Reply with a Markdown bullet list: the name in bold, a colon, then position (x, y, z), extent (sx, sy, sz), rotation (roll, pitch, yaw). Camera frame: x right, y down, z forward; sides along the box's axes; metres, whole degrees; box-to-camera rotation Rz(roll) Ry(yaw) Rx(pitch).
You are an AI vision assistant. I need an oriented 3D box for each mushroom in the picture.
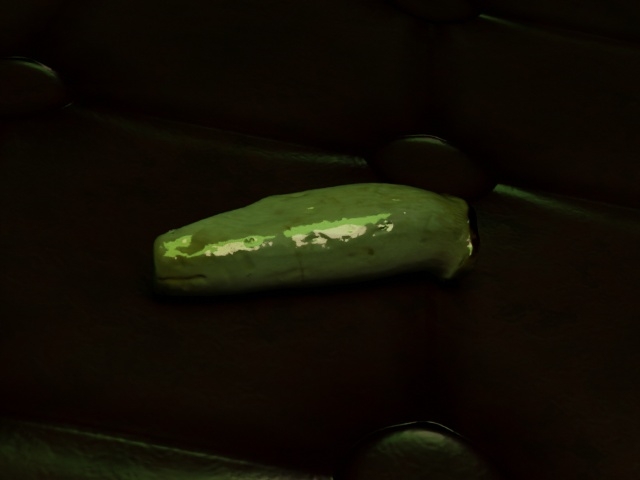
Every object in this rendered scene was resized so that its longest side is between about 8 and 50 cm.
- **mushroom**: position (-0.001, -0.002, 1.056), extent (0.333, 0.087, 0.107), rotation (-4, 39, -18)
